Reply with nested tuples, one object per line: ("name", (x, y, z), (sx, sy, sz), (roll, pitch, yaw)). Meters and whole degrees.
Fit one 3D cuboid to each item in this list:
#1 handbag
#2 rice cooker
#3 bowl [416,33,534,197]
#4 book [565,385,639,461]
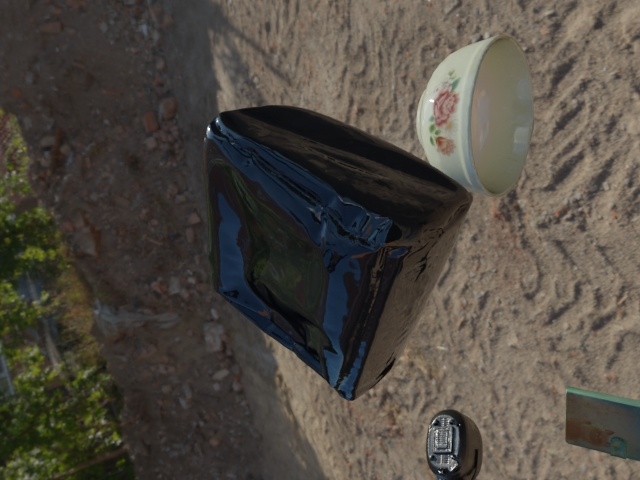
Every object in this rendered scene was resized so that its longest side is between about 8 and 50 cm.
("handbag", (0.003, -0.001, 0.618), (0.275, 0.178, 0.302), (40, 145, 25))
("rice cooker", (0.300, 0.468, 1.213), (0.112, 0.165, 0.106), (-21, 130, 37))
("bowl", (0.267, -0.216, 0.966), (0.145, 0.277, 0.277), (8, 114, 38))
("book", (0.402, 0.253, 0.722), (0.135, 0.017, 0.103), (5, 119, 31))
